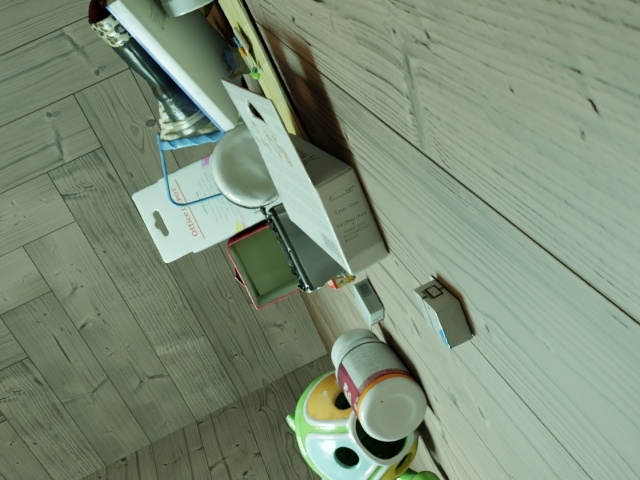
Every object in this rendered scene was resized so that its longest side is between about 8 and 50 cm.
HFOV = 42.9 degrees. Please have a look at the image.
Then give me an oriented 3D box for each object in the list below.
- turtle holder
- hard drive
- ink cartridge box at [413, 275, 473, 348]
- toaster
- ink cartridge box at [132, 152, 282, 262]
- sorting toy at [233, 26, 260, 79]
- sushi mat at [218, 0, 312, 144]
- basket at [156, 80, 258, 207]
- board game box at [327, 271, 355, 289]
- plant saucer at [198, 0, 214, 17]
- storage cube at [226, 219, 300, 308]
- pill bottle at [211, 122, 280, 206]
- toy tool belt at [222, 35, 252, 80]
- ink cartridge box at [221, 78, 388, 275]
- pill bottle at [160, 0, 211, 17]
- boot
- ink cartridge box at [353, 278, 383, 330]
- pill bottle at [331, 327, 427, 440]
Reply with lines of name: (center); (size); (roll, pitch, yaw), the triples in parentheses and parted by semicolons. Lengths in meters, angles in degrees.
turtle holder: (0.094, 0.415, 1.663); (0.227, 0.243, 0.320); (-28, 79, 68)
hard drive: (-0.256, -0.373, 1.491); (0.318, 0.040, 0.210); (47, -150, -40)
ink cartridge box: (0.125, 0.074, 0.858); (0.048, 0.028, 0.083); (66, 175, -20)
toaster: (-0.023, -0.006, 1.458); (0.185, 0.110, 0.168); (64, 174, -1)
ink cartridge box: (-0.270, -0.103, 2.058); (0.207, 0.353, 0.119); (64, 174, -2)
sorting toy: (-0.120, -0.300, 1.322); (0.083, 0.012, 0.062); (60, 172, 30)
sushi mat: (-0.091, -0.276, 1.327); (0.316, 0.019, 0.151); (64, 174, -4)
basket: (-0.257, -0.235, 1.870); (0.201, 0.255, 0.289); (-111, 7, -71)
board game box: (0.000, 0.000, 1.614); (0.193, 0.045, 0.147); (64, 175, -1)
plant saucer: (-0.261, -0.550, 1.578); (0.241, 0.037, 0.241); (62, 174, 11)
storage cube: (-0.121, 0.040, 2.107); (0.193, 0.215, 0.183); (-112, -4, -81)
pill bottle: (-0.140, -0.146, 1.662); (0.162, 0.162, 0.278); (64, 176, -3)
toy tool belt: (-0.166, -0.346, 1.544); (0.083, 0.051, 0.052); (63, 174, 17)
ink cartridge box: (-0.028, -0.112, 1.153); (0.261, 0.066, 0.296); (65, 170, -23)
pill bottle: (-0.258, -0.495, 1.376); (0.208, 0.119, 0.119); (66, 174, -25)
boot: (-0.316, -0.409, 1.628); (0.284, 0.138, 0.377); (49, -155, -35)
ink cartridge box: (0.085, 0.114, 1.427); (0.063, 0.029, 0.115); (61, 175, 20)
pill bottle: (0.097, 0.251, 1.463); (0.121, 0.121, 0.221); (66, 174, -25)
